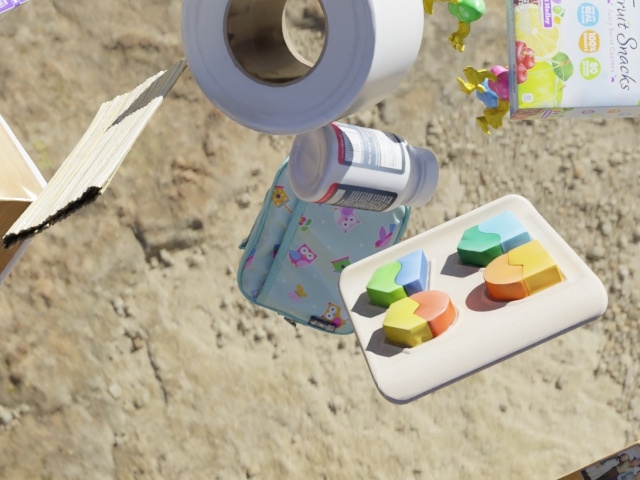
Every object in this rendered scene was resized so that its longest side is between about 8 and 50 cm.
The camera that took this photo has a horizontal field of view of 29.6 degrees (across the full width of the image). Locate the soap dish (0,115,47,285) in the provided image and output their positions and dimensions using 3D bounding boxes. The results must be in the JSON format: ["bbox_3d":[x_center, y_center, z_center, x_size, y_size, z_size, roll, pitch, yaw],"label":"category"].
[{"bbox_3d":[-0.511,-0.028,1.653,0.291,0.118,0.229,-50,60,21],"label":"soap dish"}]

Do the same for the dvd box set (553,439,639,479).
[{"bbox_3d":[0.317,0.314,1.459,0.307,0.420,0.062,-5,65,-46],"label":"dvd box set"}]

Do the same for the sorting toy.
[{"bbox_3d":[0.115,0.036,1.011,0.193,0.038,0.208,-24,27,1],"label":"sorting toy"}]

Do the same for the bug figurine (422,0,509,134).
[{"bbox_3d":[0.204,-0.268,1.624,0.072,0.279,0.216,-27,20,3],"label":"bug figurine"}]

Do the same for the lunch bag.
[{"bbox_3d":[0.000,0.000,1.825,0.224,0.279,0.108,21,22,-4],"label":"lunch bag"}]

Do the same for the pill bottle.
[{"bbox_3d":[0.059,-0.093,1.579,0.180,0.108,0.108,8,55,-31],"label":"pill bottle"}]

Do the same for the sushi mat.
[{"bbox_3d":[-0.250,-0.105,1.371,0.151,0.019,0.316,-25,24,26],"label":"sushi mat"}]

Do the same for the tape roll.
[{"bbox_3d":[-0.019,-0.255,1.418,0.246,0.246,0.169,22,22,16],"label":"tape roll"}]

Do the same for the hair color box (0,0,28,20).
[{"bbox_3d":[-0.642,-0.330,1.904,0.110,0.185,0.339,58,40,-9],"label":"hair color box"}]

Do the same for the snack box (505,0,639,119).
[{"bbox_3d":[0.340,-0.243,1.511,0.207,0.070,0.174,-2,83,-1],"label":"snack box"}]
